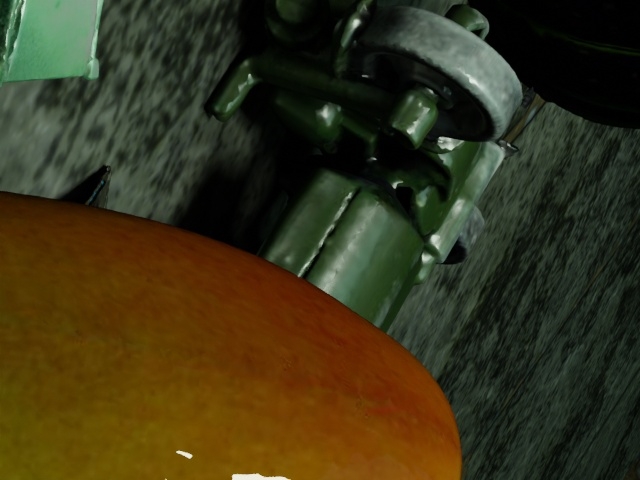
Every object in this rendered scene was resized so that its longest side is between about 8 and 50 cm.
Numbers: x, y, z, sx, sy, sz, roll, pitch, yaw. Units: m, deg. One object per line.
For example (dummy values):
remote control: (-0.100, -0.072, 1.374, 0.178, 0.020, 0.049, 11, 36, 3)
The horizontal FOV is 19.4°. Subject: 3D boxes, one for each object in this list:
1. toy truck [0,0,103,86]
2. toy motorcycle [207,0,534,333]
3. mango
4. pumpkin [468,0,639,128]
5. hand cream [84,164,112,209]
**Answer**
toy truck: (-0.120, -0.024, 0.518, 0.067, 0.081, 0.175, -15, 129, -65)
toy motorcycle: (0.000, 0.000, 0.860, 0.205, 0.127, 0.275, -58, 169, -17)
mango: (-0.101, 0.056, 0.458, 0.289, 0.129, 0.146, 13, 117, -28)
pumpkin: (0.126, -0.170, 0.822, 0.250, 0.216, 0.249, -7, 90, -88)
hand cream: (-0.113, 0.026, 0.692, 0.163, 0.039, 0.062, -41, 136, -57)
